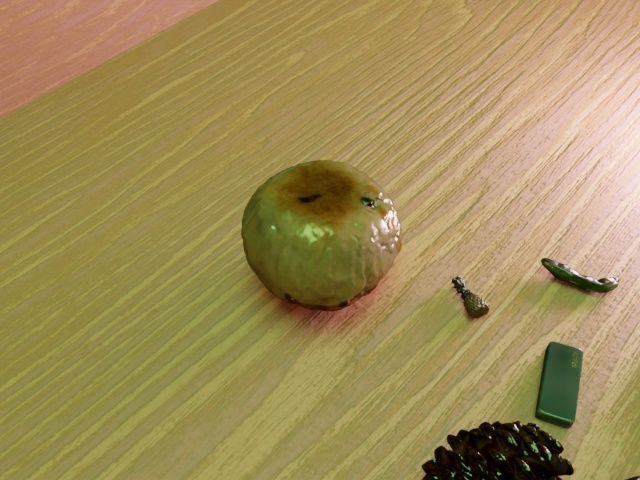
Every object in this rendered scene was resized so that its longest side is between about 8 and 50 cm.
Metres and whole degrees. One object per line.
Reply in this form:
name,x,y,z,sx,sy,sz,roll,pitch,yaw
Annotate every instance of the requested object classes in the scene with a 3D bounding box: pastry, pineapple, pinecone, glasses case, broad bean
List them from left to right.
pastry,0.000,0.000,1.417,0.388,0.312,0.388,4,44,-4
pineapple,0.368,0.134,1.445,0.058,0.058,0.124,-16,47,-8
pinecone,0.340,0.455,1.090,0.292,0.246,0.246,-15,48,-33
glasses case,0.529,0.316,1.290,0.078,0.039,0.184,15,53,16
broad bean,0.648,0.094,1.458,0.195,0.046,0.061,14,42,9

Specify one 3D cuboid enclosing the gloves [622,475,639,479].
gloves,0.632,0.516,1.070,0.203,0.124,0.164,13,62,-1
